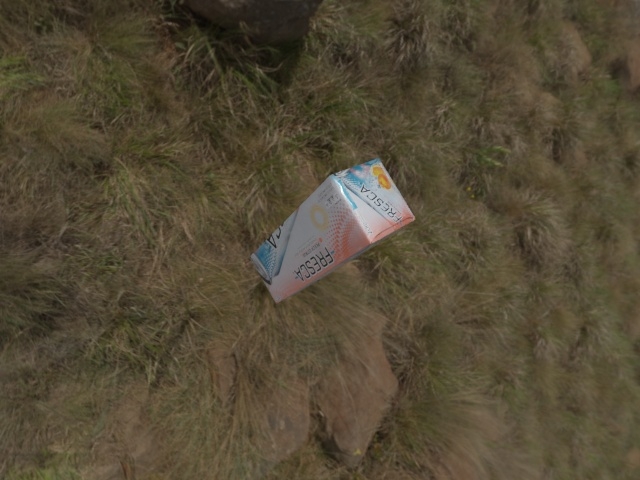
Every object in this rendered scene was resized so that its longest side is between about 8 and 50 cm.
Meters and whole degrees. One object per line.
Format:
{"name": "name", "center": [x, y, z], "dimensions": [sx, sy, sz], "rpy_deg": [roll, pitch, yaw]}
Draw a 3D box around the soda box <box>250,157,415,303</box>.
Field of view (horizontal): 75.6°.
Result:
{"name": "soda box", "center": [0.000, 0.000, 0.387], "dimensions": [0.058, 0.183, 0.062], "rpy_deg": [-26, 82, -37]}
